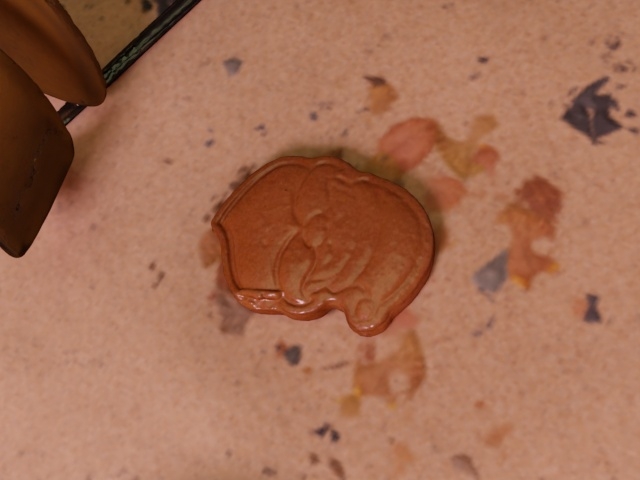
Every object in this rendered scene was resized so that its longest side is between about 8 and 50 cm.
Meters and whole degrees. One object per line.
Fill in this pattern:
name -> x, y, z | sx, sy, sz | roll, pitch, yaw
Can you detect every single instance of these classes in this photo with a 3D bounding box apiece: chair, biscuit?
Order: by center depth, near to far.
biscuit -> 0.000, 0.000, 0.718 | 0.130, 0.019, 0.102 | 17, 68, 22
chair -> -0.180, -0.132, 0.748 | 0.172, 0.158, 0.246 | 26, 72, 21
